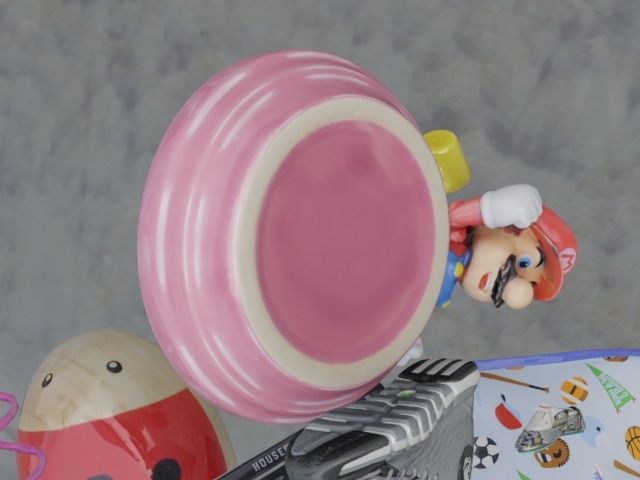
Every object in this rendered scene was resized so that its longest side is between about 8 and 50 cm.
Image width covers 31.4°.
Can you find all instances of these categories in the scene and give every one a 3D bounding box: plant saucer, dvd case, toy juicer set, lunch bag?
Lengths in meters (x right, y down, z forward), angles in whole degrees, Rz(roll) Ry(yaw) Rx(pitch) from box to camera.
[{"bbox_3d":[0.000,0.000,0.991,0.084,0.332,0.332,7,101,49],"label":"plant saucer"},{"bbox_3d":[-0.022,0.271,1.363,0.239,0.179,0.029,-30,63,-13],"label":"dvd case"},{"bbox_3d":[0.018,-0.040,1.446,0.329,0.209,0.089,-3,130,20],"label":"toy juicer set"},{"bbox_3d":[0.367,0.339,1.642,0.239,0.386,0.327,106,154,-60],"label":"lunch bag"}]

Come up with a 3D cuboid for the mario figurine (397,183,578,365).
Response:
[{"bbox_3d":[0.142,0.040,1.240,0.198,0.321,0.170,150,110,-71],"label":"mario figurine"}]

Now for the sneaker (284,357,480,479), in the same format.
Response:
[{"bbox_3d":[0.066,0.189,0.921,0.086,0.229,0.132,2,106,41],"label":"sneaker"}]

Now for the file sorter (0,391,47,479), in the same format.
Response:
[{"bbox_3d":[-0.334,0.290,1.018,0.202,0.182,0.290,2,120,31],"label":"file sorter"}]

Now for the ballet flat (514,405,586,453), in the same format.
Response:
[{"bbox_3d":[0.253,0.205,1.266,0.041,0.114,0.041,10,104,46],"label":"ballet flat"}]

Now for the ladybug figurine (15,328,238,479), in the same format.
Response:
[{"bbox_3d":[-0.266,0.346,1.548,0.305,0.162,0.449,-17,97,7],"label":"ladybug figurine"}]
